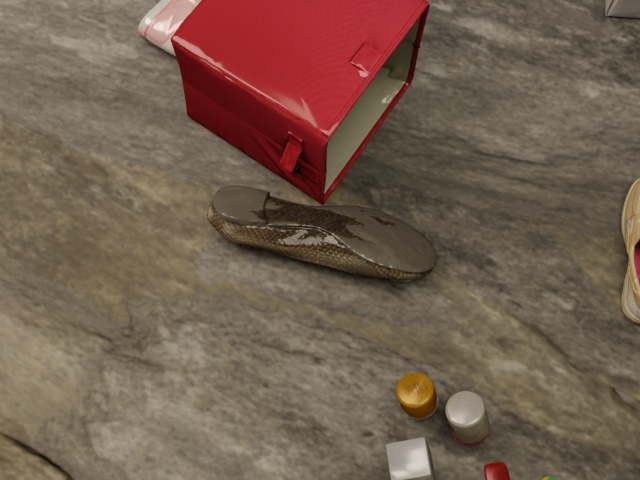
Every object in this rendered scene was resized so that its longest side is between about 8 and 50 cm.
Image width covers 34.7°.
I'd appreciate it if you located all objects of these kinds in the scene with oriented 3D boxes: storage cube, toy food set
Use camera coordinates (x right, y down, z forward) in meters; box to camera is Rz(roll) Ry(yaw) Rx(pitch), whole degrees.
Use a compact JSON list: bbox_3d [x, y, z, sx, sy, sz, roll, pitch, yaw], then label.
[{"bbox_3d":[-0.023,-0.188,1.089,0.193,0.183,0.215,34,75,9],"label":"storage cube"},{"bbox_3d":[0.135,0.252,1.018,0.111,0.104,0.232,-13,55,8],"label":"toy food set"}]

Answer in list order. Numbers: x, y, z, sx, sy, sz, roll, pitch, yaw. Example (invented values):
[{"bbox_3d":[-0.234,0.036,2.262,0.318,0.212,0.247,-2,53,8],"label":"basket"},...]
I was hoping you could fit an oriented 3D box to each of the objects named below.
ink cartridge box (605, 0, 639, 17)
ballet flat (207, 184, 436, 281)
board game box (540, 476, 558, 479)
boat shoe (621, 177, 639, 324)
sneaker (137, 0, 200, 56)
[{"bbox_3d":[0.411,-0.362,1.211,0.140,0.082,0.190,4,74,0],"label":"ink cartridge box"},{"bbox_3d":[0.000,0.000,1.102,0.250,0.058,0.084,12,43,-4],"label":"ballet flat"},{"bbox_3d":[0.277,0.317,0.939,0.259,0.039,0.124,19,70,50],"label":"board game box"},{"bbox_3d":[0.361,0.005,1.104,0.063,0.059,0.170,6,72,0],"label":"boat shoe"},{"bbox_3d":[-0.142,-0.267,1.181,0.070,0.051,0.134,38,78,8],"label":"sneaker"}]
